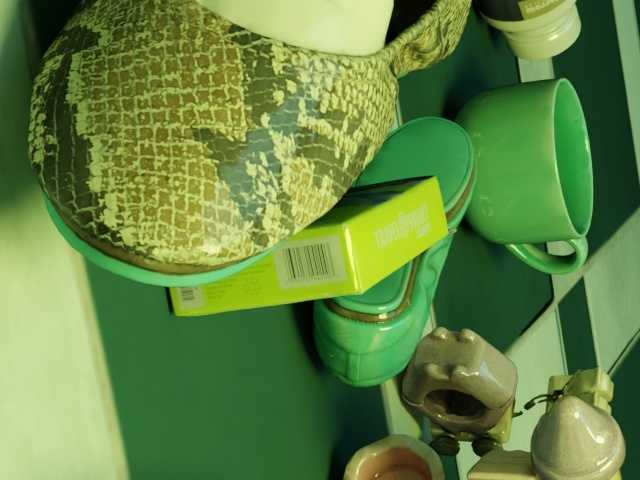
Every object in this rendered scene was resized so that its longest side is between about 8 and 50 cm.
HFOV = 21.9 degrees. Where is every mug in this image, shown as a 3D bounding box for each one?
[{"bbox_3d":[0.160,-0.048,1.343,0.129,0.097,0.157,0,85,-68],"label":"mug"}]

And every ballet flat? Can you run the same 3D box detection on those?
[{"bbox_3d":[-0.003,-0.141,0.861,0.182,0.164,0.483,-64,173,25],"label":"ballet flat"},{"bbox_3d":[0.045,0.010,1.095,0.247,0.083,0.087,-64,166,-53],"label":"ballet flat"}]

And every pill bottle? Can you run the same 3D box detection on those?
[{"bbox_3d":[0.171,-0.240,1.428,0.169,0.094,0.094,62,31,-42],"label":"pill bottle"}]

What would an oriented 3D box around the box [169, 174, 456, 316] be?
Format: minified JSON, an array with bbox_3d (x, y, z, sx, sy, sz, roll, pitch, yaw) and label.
[{"bbox_3d":[0.000,0.000,0.922,0.178,0.109,0.042,-28,108,-67],"label":"box"}]

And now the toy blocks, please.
[{"bbox_3d":[0.151,0.152,1.011,0.260,0.289,0.309,66,31,-48],"label":"toy blocks"}]
